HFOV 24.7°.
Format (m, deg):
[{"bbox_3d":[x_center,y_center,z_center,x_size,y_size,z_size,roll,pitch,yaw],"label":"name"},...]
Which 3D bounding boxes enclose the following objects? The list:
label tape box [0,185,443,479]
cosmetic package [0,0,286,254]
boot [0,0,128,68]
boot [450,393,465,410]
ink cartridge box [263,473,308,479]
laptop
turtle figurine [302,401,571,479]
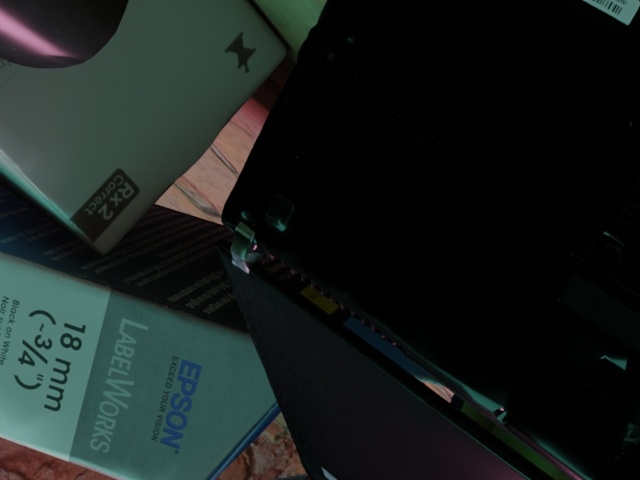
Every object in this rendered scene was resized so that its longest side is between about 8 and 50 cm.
[{"bbox_3d":[-0.081,0.055,0.844,0.333,0.106,0.240,17,-169,10],"label":"label tape box"},{"bbox_3d":[-0.151,-0.115,0.787,0.183,0.151,0.151,26,163,50],"label":"cosmetic package"},{"bbox_3d":[-0.200,-0.158,0.449,0.367,0.146,0.445,66,-171,27],"label":"boot"},{"bbox_3d":[0.241,0.190,0.863,0.338,0.118,0.223,36,165,-19],"label":"boot"},{"bbox_3d":[0.054,0.269,0.802,0.270,0.197,0.198,75,-171,-51],"label":"ink cartridge box"},{"bbox_3d":[0.103,0.027,0.381,0.234,0.264,0.136,35,-165,28],"label":"laptop"},{"bbox_3d":[0.112,0.125,0.573,0.274,0.266,0.198,18,170,26],"label":"turtle figurine"}]
